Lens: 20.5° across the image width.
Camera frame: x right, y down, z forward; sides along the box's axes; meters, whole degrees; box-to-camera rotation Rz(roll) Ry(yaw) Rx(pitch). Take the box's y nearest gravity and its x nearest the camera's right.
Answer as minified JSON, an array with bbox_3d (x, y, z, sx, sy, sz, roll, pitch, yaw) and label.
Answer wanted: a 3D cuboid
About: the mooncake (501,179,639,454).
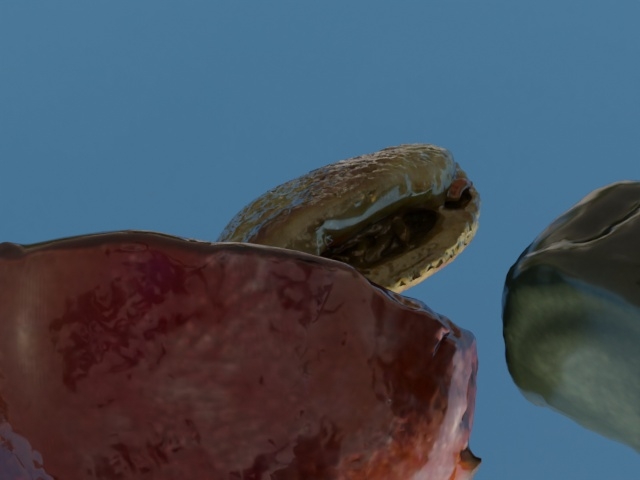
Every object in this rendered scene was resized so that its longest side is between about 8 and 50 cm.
[{"bbox_3d":[0.173,0.054,0.846,0.104,0.168,0.175,-37,-91,-35],"label":"mooncake"}]

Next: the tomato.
[{"bbox_3d":[-0.073,0.123,0.933,0.309,0.309,0.170,-2,-119,4],"label":"tomato"}]

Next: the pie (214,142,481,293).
[{"bbox_3d":[0.000,0.000,1.083,0.205,0.084,0.179,-31,-169,-37],"label":"pie"}]
